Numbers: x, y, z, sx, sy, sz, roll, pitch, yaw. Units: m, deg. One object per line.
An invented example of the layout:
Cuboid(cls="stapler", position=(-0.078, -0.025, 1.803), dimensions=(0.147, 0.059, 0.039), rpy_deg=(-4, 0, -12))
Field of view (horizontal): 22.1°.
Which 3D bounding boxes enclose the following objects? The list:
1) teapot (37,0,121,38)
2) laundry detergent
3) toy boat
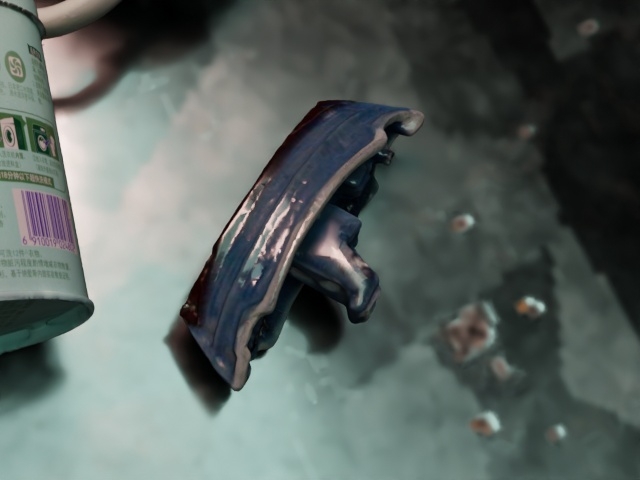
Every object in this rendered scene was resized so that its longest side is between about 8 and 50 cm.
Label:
Cuboid(cls="teapot", position=(-0.177, -0.363, 1.444), dimensions=(0.280, 0.252, 0.424), rpy_deg=(17, 75, 27))
Cuboid(cls="laundry detergent", position=(-0.341, -0.065, 1.277), dimensions=(0.287, 0.287, 0.305), rpy_deg=(-9, 79, -15))
Cuboid(cls="toy boat", position=(0.000, 0.000, 1.426), dimensions=(0.142, 0.129, 0.309), rpy_deg=(30, 69, 8))
